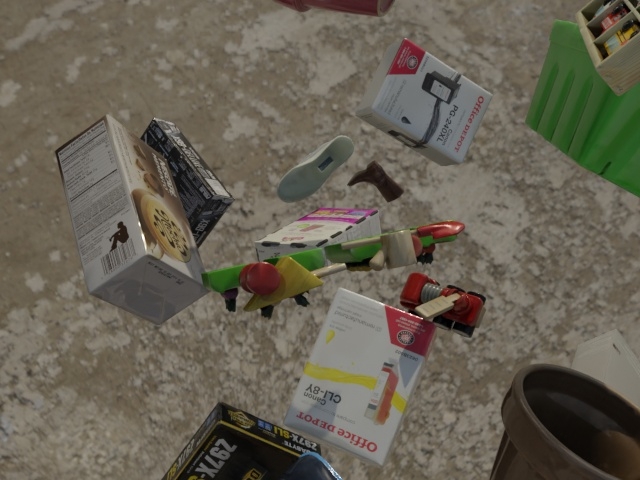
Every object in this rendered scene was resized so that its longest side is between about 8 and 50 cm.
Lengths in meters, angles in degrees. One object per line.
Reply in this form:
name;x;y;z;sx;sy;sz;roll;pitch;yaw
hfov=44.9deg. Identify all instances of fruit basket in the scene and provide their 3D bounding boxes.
fruit basket;0.493;-0.246;1.063;0.283;0.392;0.392;27;60;-8

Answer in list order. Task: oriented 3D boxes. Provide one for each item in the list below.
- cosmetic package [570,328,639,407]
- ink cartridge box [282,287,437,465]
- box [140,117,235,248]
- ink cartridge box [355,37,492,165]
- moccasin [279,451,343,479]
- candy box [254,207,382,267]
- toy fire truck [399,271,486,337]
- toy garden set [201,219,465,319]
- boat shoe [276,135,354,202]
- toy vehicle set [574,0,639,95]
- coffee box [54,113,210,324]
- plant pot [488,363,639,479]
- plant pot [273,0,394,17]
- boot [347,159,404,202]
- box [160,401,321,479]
cosmetic package;0.578;0.297;1.571;0.127;0.107;0.238;54;31;-6
ink cartridge box;0.107;0.357;2.006;0.279;0.160;0.384;20;77;12
box;-0.379;-0.115;1.922;0.307;0.242;0.076;49;22;28
ink cartridge box;0.140;-0.181;1.033;0.150;0.063;0.109;27;83;-18
moccasin;0.046;0.551;1.450;0.117;0.137;0.342;-33;45;-24
candy box;0.000;0.000;1.603;0.159;0.071;0.233;4;21;38
toy fire truck;0.298;0.161;2.044;0.217;0.246;0.158;18;75;32
toy garden set;0.018;0.028;0.730;0.244;0.204;0.049;-12;90;-12
boat shoe;-0.014;-0.171;1.894;0.227;0.081;0.079;-39;98;-7
toy vehicle set;0.341;-0.244;0.769;0.035;0.166;0.267;46;27;-10
coffee box;-0.304;-0.034;1.244;0.119;0.168;0.297;-33;56;12
plant pot;0.354;0.348;1.145;0.263;0.229;0.263;19;26;-10
plant pot;0.037;-0.444;1.224;0.180;0.201;0.201;24;61;11
boot;0.135;-0.126;1.880;0.114;0.106;0.037;45;39;-15
box;-0.190;0.525;1.689;0.257;0.322;0.079;30;22;-18
